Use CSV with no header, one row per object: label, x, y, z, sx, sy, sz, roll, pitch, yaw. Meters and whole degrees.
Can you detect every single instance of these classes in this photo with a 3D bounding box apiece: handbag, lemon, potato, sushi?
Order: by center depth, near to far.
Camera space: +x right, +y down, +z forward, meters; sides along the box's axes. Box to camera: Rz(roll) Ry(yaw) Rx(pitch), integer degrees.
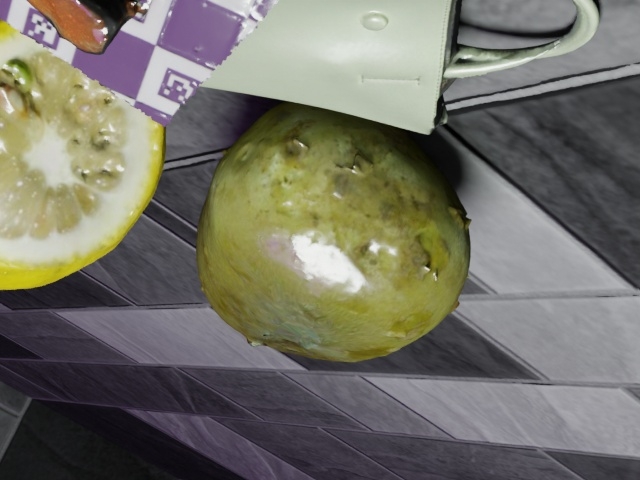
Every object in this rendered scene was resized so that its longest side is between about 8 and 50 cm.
sushi,-0.092,-0.176,0.640,0.192,0.043,0.279,35,130,-16
handbag,0.002,-0.140,0.758,0.315,0.109,0.241,17,158,8
lemon,-0.249,-0.087,0.979,0.240,0.240,0.219,39,169,-35
potato,0.000,0.000,1.006,0.210,0.173,0.307,26,162,-11
